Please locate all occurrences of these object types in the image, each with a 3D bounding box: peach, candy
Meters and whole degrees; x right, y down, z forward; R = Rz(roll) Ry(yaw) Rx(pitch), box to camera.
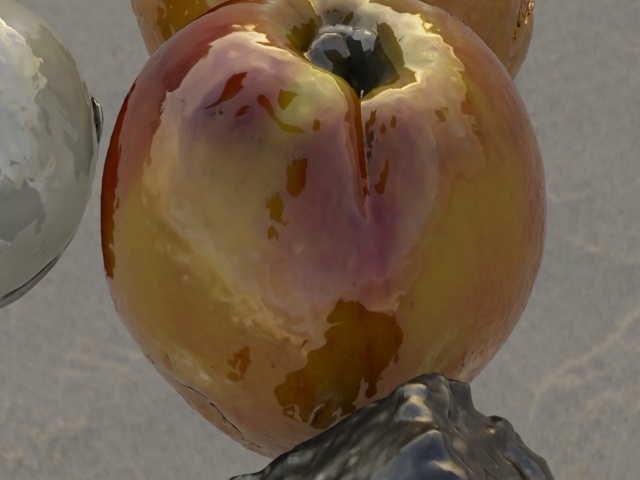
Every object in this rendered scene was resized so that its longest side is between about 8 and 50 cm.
[{"bbox_3d":[0.000,0.000,0.829,0.238,0.281,0.281,4,60,-5],"label":"peach"},{"bbox_3d":[-0.292,-0.063,1.089,0.295,0.185,0.295,-20,47,22],"label":"candy"}]

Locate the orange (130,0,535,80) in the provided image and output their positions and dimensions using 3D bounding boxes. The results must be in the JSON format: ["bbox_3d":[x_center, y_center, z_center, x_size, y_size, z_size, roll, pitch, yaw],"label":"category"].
[{"bbox_3d":[-0.002,-0.204,1.224,0.293,0.340,0.340,-38,59,13],"label":"orange"}]

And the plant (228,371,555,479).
[{"bbox_3d":[0.016,0.160,0.689,0.194,0.129,0.132,-46,17,19],"label":"plant"}]
